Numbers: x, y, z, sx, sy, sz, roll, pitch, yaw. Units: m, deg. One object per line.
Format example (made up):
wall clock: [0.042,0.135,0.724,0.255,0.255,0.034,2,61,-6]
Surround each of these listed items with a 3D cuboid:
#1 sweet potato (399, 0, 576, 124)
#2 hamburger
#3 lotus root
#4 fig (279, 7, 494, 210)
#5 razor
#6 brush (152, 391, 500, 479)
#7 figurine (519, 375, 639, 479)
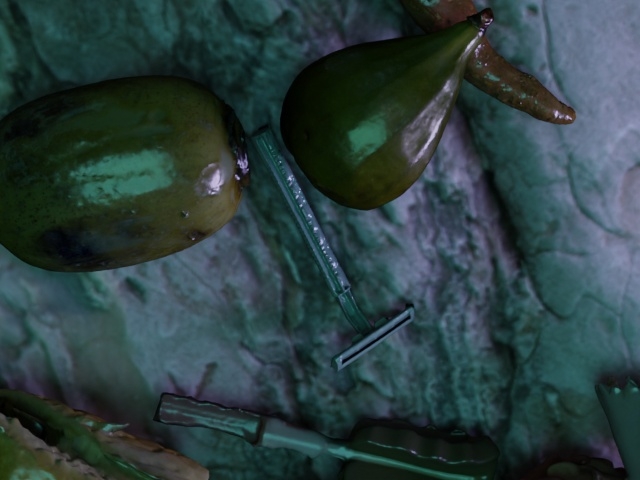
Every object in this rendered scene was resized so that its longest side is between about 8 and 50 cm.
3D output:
sweet potato: [0.127,-0.156,1.212,0.050,0.050,0.214,-42,109,9]
hamburger: [-0.272,0.225,1.243,0.330,0.162,0.209,-36,102,13]
lotus root: [-0.191,-0.045,1.178,0.278,0.154,0.154,-10,107,5]
fig: [0.043,-0.118,1.175,0.126,0.133,0.185,24,99,5]
razor: [-0.003,-0.001,1.261,0.084,0.036,0.211,-32,101,-18]
brush: [0.005,0.178,1.297,0.301,0.071,0.084,14,94,-7]
figurine: [0.249,0.241,1.278,0.387,0.166,0.207,-35,89,4]
